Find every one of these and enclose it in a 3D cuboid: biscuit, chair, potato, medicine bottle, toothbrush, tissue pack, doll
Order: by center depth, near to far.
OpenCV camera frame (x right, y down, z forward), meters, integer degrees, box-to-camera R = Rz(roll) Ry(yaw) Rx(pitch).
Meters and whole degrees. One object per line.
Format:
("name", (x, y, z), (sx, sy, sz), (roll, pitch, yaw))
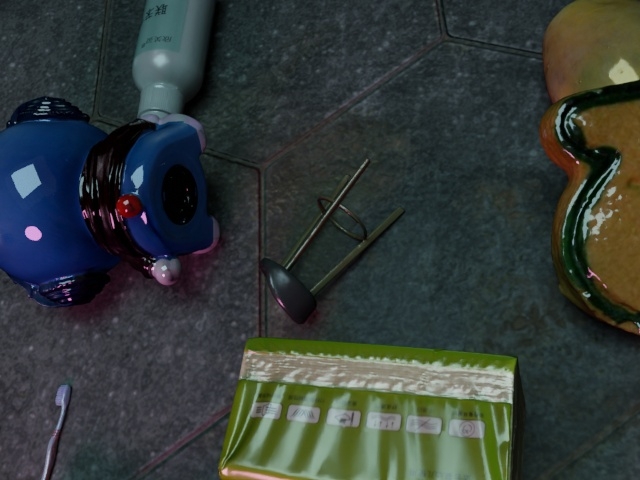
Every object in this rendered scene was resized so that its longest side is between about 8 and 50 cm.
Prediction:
("tissue pack", (0.066, 0.208, 0.811), (0.275, 0.200, 0.167), (1, 62, 18))
("biscuit", (0.379, -0.072, 0.863), (0.287, 0.057, 0.343), (38, 86, 0))
("potato", (0.370, -0.222, 0.988), (0.150, 0.146, 0.233), (4, 59, -18))
("chair", (0.001, 0.000, 1.012), (0.095, 0.104, 0.221), (14, 61, 51))
("toothbrush", (-0.352, 0.281, 1.014), (0.019, 0.013, 0.193), (-7, 61, 21))
("doll", (-0.318, -0.053, 1.050), (0.310, 0.240, 0.284), (-1, 92, 23))
("medicine bottle", (-0.234, -0.277, 1.215), (0.110, 0.110, 0.351), (-4, 62, 16))
